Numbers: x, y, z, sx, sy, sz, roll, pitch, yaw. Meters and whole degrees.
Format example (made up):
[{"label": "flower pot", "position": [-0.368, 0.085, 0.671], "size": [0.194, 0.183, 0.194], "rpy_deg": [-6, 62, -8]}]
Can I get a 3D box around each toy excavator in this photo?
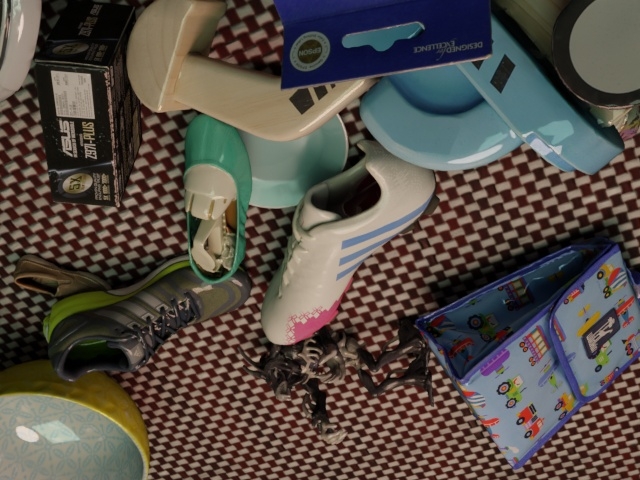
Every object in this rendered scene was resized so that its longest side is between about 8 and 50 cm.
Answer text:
[{"label": "toy excavator", "position": [0.065, -0.178, 0.876], "size": [0.445, 0.222, 0.433], "rpy_deg": [-43, 84, 22]}]

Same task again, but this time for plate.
[{"label": "plate", "position": [-0.060, -0.120, 1.088], "size": [0.188, 0.024, 0.188], "rpy_deg": [1, 129, 1]}]

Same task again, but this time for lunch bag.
[{"label": "lunch bag", "position": [0.314, 0.131, 1.204], "size": [0.293, 0.138, 0.221], "rpy_deg": [-35, 127, 0]}]

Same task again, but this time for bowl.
[{"label": "bowl", "position": [-0.388, 0.267, 1.330], "size": [0.289, 0.156, 0.289], "rpy_deg": [1, 129, 2]}]

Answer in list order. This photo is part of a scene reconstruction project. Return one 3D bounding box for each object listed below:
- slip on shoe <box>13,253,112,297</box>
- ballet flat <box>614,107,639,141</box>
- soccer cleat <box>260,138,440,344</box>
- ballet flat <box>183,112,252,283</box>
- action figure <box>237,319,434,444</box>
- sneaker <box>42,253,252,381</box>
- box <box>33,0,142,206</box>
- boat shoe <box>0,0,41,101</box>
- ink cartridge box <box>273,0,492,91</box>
[{"label": "slip on shoe", "position": [-0.358, 0.063, 1.238], "size": [0.135, 0.041, 0.051], "rpy_deg": [25, 126, -16]}, {"label": "ballet flat", "position": [0.291, -0.171, 0.993], "size": [0.077, 0.079, 0.221], "rpy_deg": [-30, 121, 24]}, {"label": "soccer cleat", "position": [0.000, 0.000, 1.113], "size": [0.143, 0.116, 0.331], "rpy_deg": [19, 123, -40]}, {"label": "ballet flat", "position": [-0.129, -0.037, 1.086], "size": [0.083, 0.087, 0.247], "rpy_deg": [10, 136, 8]}, {"label": "action figure", "position": [0.020, 0.190, 1.260], "size": [0.276, 0.141, 0.164], "rpy_deg": [-6, 130, 3]}, {"label": "sneaker", "position": [-0.231, 0.115, 1.206], "size": [0.300, 0.121, 0.111], "rpy_deg": [-21, 127, 2]}, {"label": "box", "position": [-0.253, -0.152, 0.993], "size": [0.078, 0.147, 0.180], "rpy_deg": [5, 130, -1]}, {"label": "boat shoe", "position": [-0.401, -0.187, 0.929], "size": [0.119, 0.121, 0.335], "rpy_deg": [-6, 161, -44]}, {"label": "ink cartridge box", "position": [0.043, -0.310, 0.715], "size": [0.176, 0.371, 0.069], "rpy_deg": [-5, 164, 22]}]
